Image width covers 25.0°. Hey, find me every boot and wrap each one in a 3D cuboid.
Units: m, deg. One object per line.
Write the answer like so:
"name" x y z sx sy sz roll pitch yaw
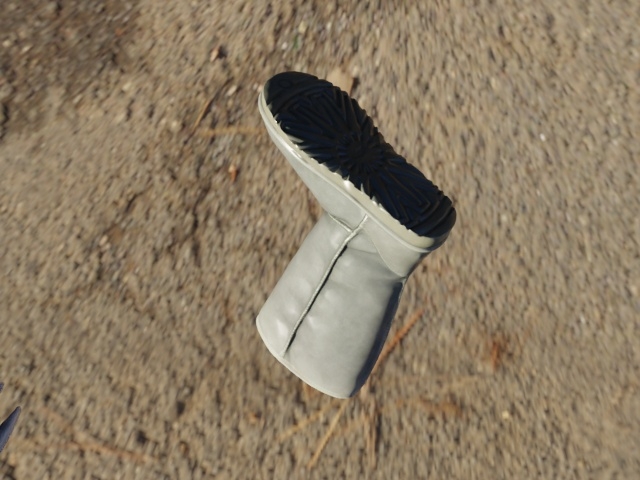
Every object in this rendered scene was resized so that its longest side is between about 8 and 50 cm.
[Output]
"boot" -0.002 0.000 1.083 0.189 0.076 0.208 49 145 15

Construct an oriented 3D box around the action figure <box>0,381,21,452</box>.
"action figure" -0.253 0.066 0.604 0.285 0.185 0.099 32 131 15
